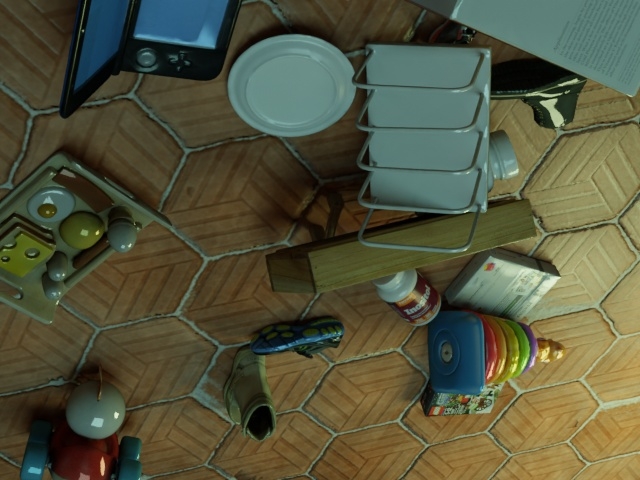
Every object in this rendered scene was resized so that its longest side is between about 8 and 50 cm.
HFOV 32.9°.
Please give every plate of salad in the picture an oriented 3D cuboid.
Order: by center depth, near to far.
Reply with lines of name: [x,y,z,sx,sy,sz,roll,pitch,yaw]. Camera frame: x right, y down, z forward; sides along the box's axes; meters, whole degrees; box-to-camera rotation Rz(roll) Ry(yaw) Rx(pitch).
plate of salad: [-0.044,-0.243,1.679,0.199,0.048,0.200,-2,136,-2]

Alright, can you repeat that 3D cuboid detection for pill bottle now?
pill bottle: [0.235,-0.120,1.845,0.186,0.112,0.112,-19,136,1]
pill bottle: [0.159,0.093,2.052,0.086,0.086,0.152,-33,135,15]

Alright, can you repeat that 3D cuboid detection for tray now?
tray: [0.134,0.007,1.827,0.410,0.203,0.076,-13,93,-22]

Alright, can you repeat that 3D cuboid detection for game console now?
game console: [-0.214,-0.309,1.466,0.250,0.173,0.293,4,133,-21]

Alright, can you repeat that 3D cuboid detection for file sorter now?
file sorter: [0.152,-0.143,1.654,0.192,0.173,0.278,5,119,14]

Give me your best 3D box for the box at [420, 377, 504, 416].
box: [0.322,0.288,2.330,0.159,0.044,0.233,-1,134,-17]

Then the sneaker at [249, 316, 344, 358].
sneaker: [-0.044,0.201,2.108,0.188,0.067,0.078,-8,130,-14]

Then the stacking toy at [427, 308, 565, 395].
stacking toy: [0.375,0.221,2.181,0.301,0.166,0.175,2,174,-28]

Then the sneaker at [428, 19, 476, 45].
sneaker: [0.228,-0.332,1.664,0.061,0.065,0.158,13,129,-28]

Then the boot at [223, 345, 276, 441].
boot: [-0.138,0.335,2.139,0.077,0.165,0.213,0,132,-17]

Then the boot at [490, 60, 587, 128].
boot: [0.351,-0.230,1.805,0.197,0.077,0.137,-9,141,-8]

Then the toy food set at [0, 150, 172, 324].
toy food set: [-0.425,0.007,1.772,0.306,0.092,0.219,-37,133,19]

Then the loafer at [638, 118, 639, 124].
loafer: [0.589,-0.306,1.807,0.084,0.096,0.268,23,124,3]

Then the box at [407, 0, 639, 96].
box: [0.296,-0.354,1.526,0.345,0.215,0.168,16,105,-30]

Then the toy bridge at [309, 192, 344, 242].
toy bridge: [0.000,0.000,1.924,0.026,0.063,0.188,7,131,-24]

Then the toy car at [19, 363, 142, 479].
toy car: [-0.437,0.343,2.076,0.219,0.210,0.238,14,101,-12]

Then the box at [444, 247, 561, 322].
box: [0.361,0.088,2.147,0.186,0.038,0.145,14,128,-30]
